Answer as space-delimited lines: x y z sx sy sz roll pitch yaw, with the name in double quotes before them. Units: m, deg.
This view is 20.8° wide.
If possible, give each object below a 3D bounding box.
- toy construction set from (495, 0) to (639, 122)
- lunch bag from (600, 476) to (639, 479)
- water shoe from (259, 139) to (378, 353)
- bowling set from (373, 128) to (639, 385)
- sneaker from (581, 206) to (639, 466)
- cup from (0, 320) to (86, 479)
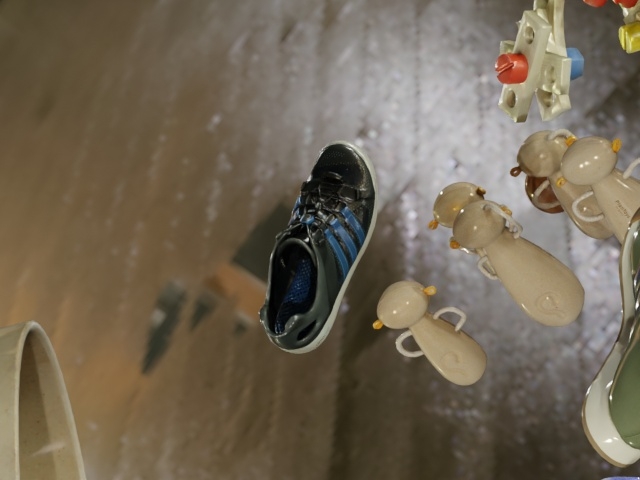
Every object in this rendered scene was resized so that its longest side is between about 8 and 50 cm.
"toy construction set" 0.294 -0.234 1.688 0.327 0.151 0.215 -20 -29 -36
"lunch bag" 0.214 0.252 1.350 0.151 0.096 0.129 -7 76 13
"water shoe" 0.000 0.000 1.557 0.080 0.073 0.203 47 -126 -67
"bowling set" 0.170 -0.024 1.551 0.287 0.154 0.200 -34 32 21
"sneaker" 0.212 0.038 0.986 0.086 0.064 0.192 -33 27 48
"cup" -0.279 0.232 1.133 0.237 0.331 0.331 -8 26 -1
